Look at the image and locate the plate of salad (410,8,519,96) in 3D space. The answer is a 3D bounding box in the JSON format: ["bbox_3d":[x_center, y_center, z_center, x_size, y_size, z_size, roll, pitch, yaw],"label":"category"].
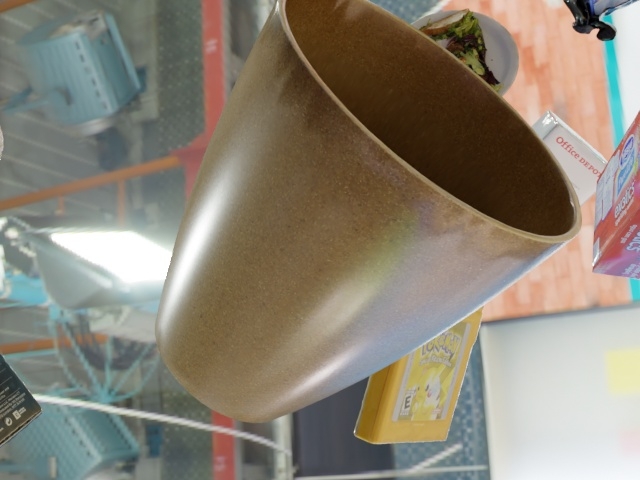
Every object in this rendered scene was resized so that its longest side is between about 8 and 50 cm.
[{"bbox_3d":[0.196,-0.272,1.593,0.048,0.200,0.199,71,-157,-61],"label":"plate of salad"}]

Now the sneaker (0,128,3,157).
[{"bbox_3d":[-0.494,-0.170,1.393,0.115,0.281,0.105,20,-75,-35],"label":"sneaker"}]

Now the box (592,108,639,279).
[{"bbox_3d":[0.393,-0.057,1.179,0.257,0.123,0.128,93,-175,-67],"label":"box"}]

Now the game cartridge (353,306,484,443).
[{"bbox_3d":[0.190,0.198,1.879,0.285,0.053,0.323,13,-86,-56],"label":"game cartridge"}]

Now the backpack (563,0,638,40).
[{"bbox_3d":[0.298,-0.409,1.173,0.263,0.213,0.276,45,-163,-49],"label":"backpack"}]

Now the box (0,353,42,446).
[{"bbox_3d":[-0.452,0.168,1.223,0.207,0.153,0.108,55,-148,-4],"label":"box"}]

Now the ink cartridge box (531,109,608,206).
[{"bbox_3d":[0.400,-0.109,1.922,0.148,0.203,0.086,37,-161,-17],"label":"ink cartridge box"}]

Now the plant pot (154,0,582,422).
[{"bbox_3d":[0.000,0.000,0.720,0.237,0.254,0.237,31,-153,-18],"label":"plant pot"}]
